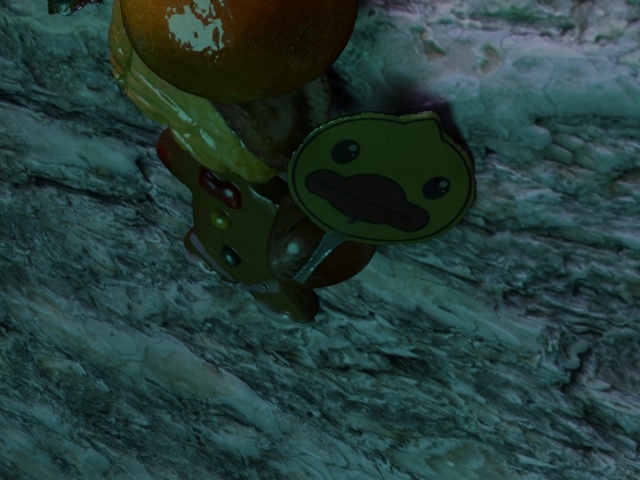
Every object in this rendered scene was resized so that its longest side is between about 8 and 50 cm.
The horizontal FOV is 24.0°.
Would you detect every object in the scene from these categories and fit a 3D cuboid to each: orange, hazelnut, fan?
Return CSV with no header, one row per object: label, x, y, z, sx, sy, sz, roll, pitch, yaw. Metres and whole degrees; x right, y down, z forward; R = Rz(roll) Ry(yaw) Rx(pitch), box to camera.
orange,-0.091,-0.268,1.621,0.264,0.264,0.264,32,149,22
hazelnut,0.000,0.000,1.959,0.150,0.150,0.150,32,149,22
fan,0.053,-0.044,1.808,0.229,0.011,0.335,21,135,-19

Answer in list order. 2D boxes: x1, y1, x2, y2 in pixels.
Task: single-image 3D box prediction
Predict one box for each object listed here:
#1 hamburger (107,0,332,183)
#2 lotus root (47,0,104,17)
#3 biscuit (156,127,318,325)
hamburger,-0.147,-0.223,1.843,0.330,0.162,0.209,48,155,-16
lotus root,-0.365,-0.387,1.938,0.154,0.154,0.278,17,146,40
biscuit,-0.129,-0.054,2.136,0.283,0.064,0.432,31,149,24
